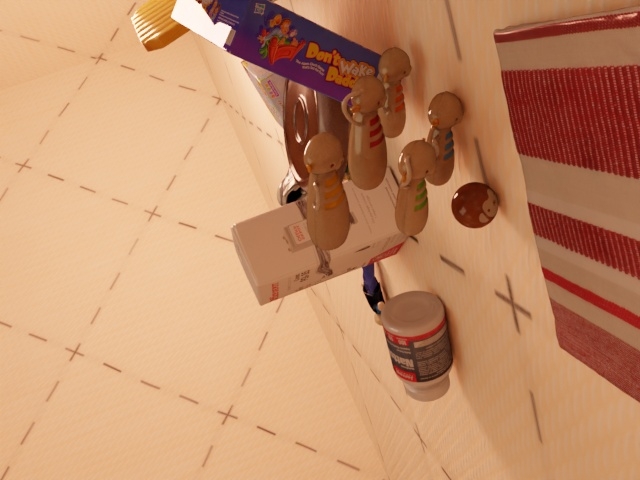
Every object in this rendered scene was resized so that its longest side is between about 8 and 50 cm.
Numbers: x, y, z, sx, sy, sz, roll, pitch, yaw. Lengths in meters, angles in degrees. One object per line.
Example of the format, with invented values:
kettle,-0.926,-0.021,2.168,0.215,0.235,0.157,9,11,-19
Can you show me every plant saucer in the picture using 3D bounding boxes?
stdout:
plant saucer,-0.018,-0.221,1.284,0.310,0.050,0.311,175,90,-73

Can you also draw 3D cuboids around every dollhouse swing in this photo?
dollhouse swing,-0.317,-0.647,1.566,0.347,0.305,0.315,-121,13,-52

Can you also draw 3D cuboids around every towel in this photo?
towel,0.236,-0.020,0.575,0.237,0.037,0.329,-134,26,-73

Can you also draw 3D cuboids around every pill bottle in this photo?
pill bottle,0.171,0.187,1.200,0.108,0.108,0.180,-125,16,-57

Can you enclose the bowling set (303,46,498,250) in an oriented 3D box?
bowling set,0.115,-0.108,0.802,0.154,0.199,0.287,86,-156,-48

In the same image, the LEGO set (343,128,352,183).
LEGO set,0.029,-0.108,1.363,0.287,0.107,0.132,113,135,-78

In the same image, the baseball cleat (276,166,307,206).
baseball cleat,-0.028,-0.157,1.467,0.109,0.072,0.206,-132,61,-67

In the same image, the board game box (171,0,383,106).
board game box,-0.065,-0.296,1.029,0.078,0.233,0.347,-65,31,13

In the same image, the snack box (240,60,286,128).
snack box,-0.094,-0.332,1.596,0.174,0.070,0.207,57,177,-31

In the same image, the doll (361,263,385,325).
doll,0.118,0.112,1.540,0.129,0.046,0.189,-125,17,-61

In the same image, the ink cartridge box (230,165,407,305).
ink cartridge box,0.000,0.000,1.217,0.207,0.283,0.117,103,145,-75
